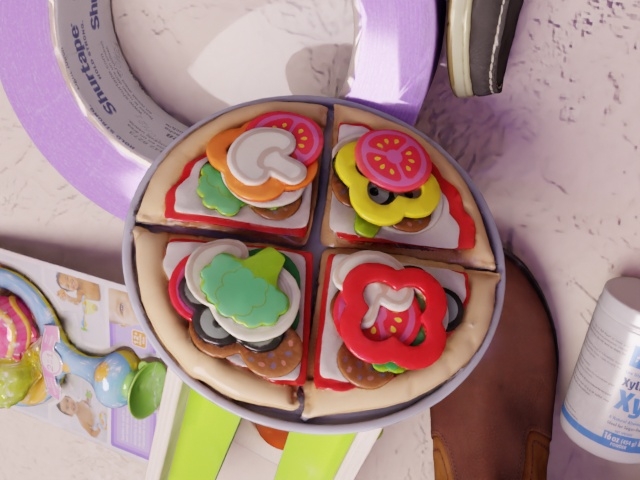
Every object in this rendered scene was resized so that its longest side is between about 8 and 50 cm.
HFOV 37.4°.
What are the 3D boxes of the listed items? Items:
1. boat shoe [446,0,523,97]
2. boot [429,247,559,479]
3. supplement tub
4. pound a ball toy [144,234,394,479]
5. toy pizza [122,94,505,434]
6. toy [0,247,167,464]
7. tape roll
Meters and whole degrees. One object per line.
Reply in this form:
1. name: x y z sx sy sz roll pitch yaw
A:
1. boat shoe: 0.121 -0.189 0.540 0.073 0.080 0.224 11 107 13
2. boot: 0.097 0.165 0.564 0.096 0.280 0.264 5 111 8
3. supplement tub: 0.206 0.086 0.627 0.071 0.071 0.107 14 113 6
4. pound a ball toy: 0.008 0.134 0.624 0.208 0.136 0.319 26 137 7
5. toy pizza: 0.000 0.000 0.486 0.201 0.201 0.032 21 149 3
6. toy: -0.224 0.080 0.691 0.237 0.056 0.137 13 111 22
7. tape roll: -0.062 -0.139 0.590 0.274 0.090 0.275 4 109 10
